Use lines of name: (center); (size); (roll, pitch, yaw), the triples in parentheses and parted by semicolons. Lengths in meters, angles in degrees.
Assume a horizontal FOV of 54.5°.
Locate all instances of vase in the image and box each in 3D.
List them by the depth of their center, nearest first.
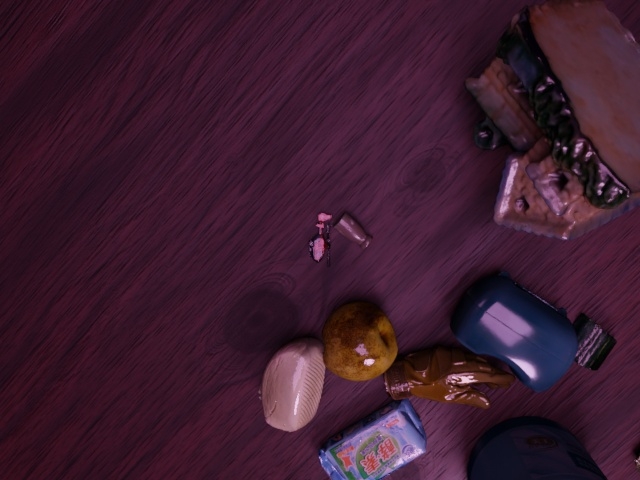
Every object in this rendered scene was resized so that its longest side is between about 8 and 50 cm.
vase: (0.086, -0.023, 1.604); (0.100, 0.053, 0.053); (40, 98, -7)

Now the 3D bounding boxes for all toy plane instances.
toy plane: (0.000, 0.000, 1.620); (0.060, 0.037, 0.145); (3, 99, -1)

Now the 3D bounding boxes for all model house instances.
model house: (0.514, -0.228, 1.373); (0.395, 0.400, 0.446); (-25, 77, -29)

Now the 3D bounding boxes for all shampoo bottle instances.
shampoo bottle: (0.552, 0.658, 1.526); (0.331, 0.343, 0.331); (1, 99, 4)

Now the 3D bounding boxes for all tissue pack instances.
tissue pack: (0.486, 0.216, 1.539); (0.287, 0.198, 0.206); (32, 100, 1)

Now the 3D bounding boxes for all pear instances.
pear: (0.090, 0.258, 1.577); (0.197, 0.197, 0.197); (0, 98, 3)

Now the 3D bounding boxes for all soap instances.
soap: (0.144, 0.555, 1.669); (0.293, 0.077, 0.156); (-34, 95, 8)

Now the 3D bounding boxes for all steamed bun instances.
steamed bun: (-0.083, 0.365, 1.619); (0.152, 0.170, 0.239); (11, 99, 22)

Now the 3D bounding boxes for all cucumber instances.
cucumber: (0.699, 0.268, 1.605); (0.116, 0.062, 0.115); (31, 102, 0)

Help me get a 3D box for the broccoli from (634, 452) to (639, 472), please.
broccoli: (0.899, 0.582, 1.604); (0.145, 0.137, 0.162); (32, 112, 34)

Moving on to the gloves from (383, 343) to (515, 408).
gloves: (0.327, 0.344, 1.594); (0.330, 0.154, 0.141); (-6, 100, 11)
